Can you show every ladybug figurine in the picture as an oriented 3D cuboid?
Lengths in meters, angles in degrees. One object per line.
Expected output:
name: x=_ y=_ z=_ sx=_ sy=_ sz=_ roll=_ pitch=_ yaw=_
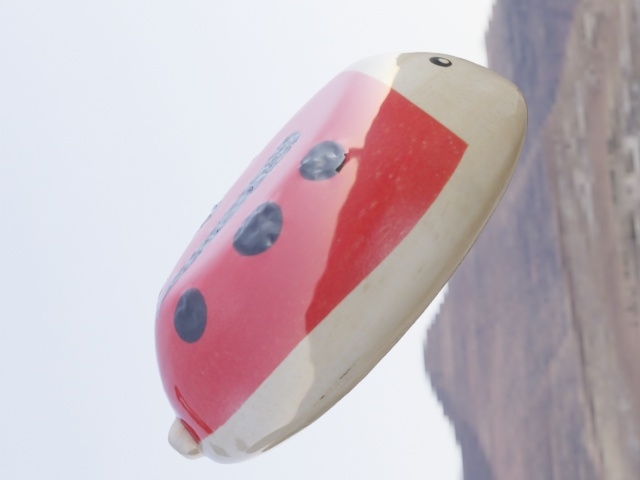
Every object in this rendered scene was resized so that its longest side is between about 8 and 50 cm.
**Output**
ladybug figurine: x=0.000 y=0.000 z=1.458 sx=0.162 sy=0.449 sz=0.305 roll=41 pitch=168 yaw=-16
